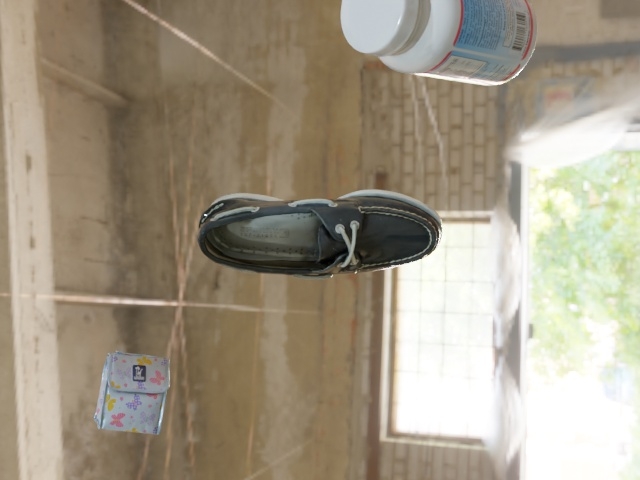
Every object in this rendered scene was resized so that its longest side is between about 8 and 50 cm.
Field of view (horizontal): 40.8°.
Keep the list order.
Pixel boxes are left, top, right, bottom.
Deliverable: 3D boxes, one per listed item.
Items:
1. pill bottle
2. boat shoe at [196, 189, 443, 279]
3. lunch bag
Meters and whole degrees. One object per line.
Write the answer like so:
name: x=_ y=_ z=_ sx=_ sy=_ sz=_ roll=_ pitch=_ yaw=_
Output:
pill bottle: x=0.095 y=-0.174 z=0.688 sx=0.160 sy=0.087 sz=0.087 roll=-2 pitch=-87 yaw=-43
boat shoe: x=0.000 y=0.000 z=1.055 sx=0.091 sy=0.303 sz=0.114 roll=-79 pitch=-14 yaw=-70
lunch bag: x=-0.207 y=0.166 z=0.946 sx=0.053 sy=0.071 sz=0.083 roll=-174 pitch=95 yaw=-68
